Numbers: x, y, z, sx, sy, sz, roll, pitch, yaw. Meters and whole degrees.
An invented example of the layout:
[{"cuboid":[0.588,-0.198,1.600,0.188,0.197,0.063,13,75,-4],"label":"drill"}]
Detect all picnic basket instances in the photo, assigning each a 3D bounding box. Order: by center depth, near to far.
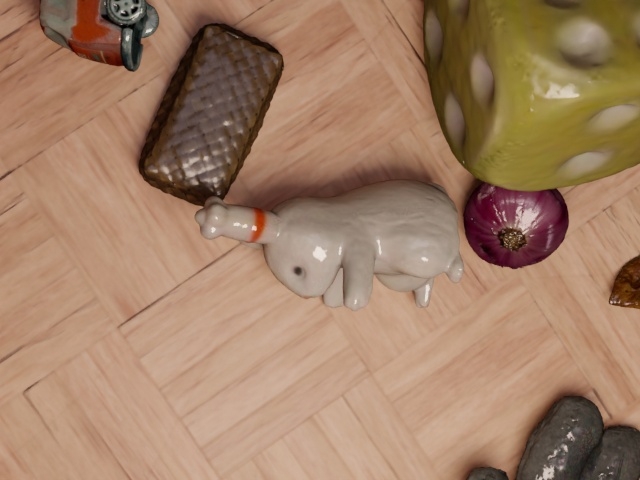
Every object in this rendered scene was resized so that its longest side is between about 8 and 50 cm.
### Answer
[{"cuboid":[-0.114,-0.135,1.548,0.110,0.055,0.193,24,85,-9],"label":"picnic basket"}]

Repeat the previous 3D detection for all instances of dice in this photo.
[{"cuboid":[0.243,-0.201,1.484,0.226,0.233,0.238,-9,67,-14],"label":"dice"}]

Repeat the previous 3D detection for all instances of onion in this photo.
[{"cuboid":[0.212,-0.026,1.587,0.115,0.104,0.115,5,131,5],"label":"onion"}]

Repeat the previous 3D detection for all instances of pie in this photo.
[{"cuboid":[0.420,0.059,1.649,0.191,0.033,0.088,17,75,-6],"label":"pie"}]

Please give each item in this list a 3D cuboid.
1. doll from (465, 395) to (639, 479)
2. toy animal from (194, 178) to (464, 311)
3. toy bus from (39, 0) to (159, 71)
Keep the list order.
[{"cuboid":[0.252,0.336,1.559,0.246,0.158,0.340,37,82,-20],"label":"doll"},{"cuboid":[0.009,0.013,1.530,0.282,0.140,0.138,-7,83,-13],"label":"toy animal"},{"cuboid":[-0.221,-0.312,1.501,0.119,0.121,0.265,7,90,-1],"label":"toy bus"}]
